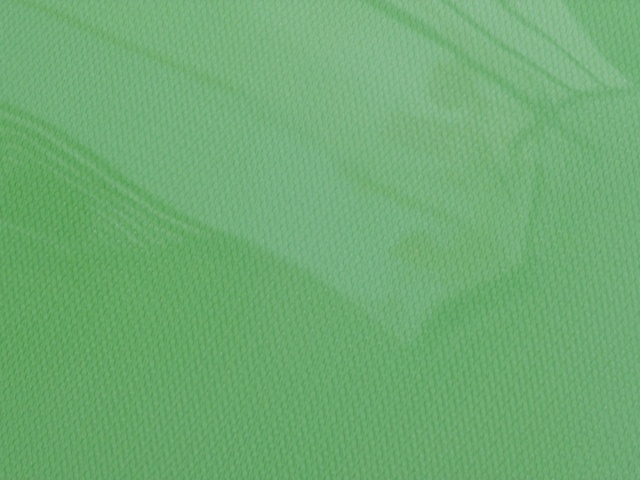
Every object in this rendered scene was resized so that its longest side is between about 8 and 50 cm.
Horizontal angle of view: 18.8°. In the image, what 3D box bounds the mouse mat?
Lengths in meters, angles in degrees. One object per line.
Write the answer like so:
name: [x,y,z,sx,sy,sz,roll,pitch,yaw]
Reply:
mouse mat: [0.000,0.000,0.330,0.007,0.153,0.189,49,-119,-77]
